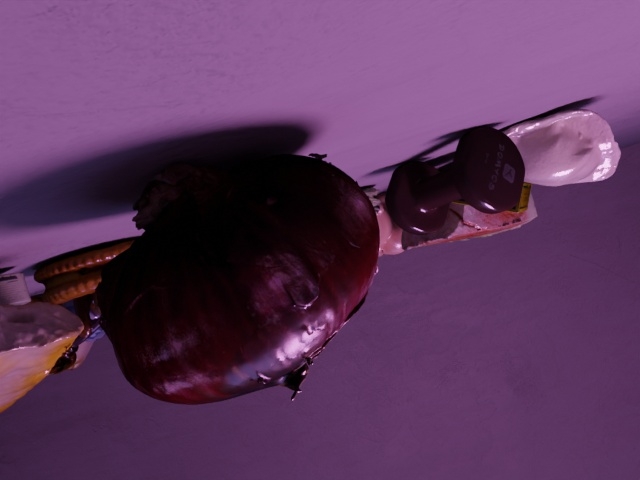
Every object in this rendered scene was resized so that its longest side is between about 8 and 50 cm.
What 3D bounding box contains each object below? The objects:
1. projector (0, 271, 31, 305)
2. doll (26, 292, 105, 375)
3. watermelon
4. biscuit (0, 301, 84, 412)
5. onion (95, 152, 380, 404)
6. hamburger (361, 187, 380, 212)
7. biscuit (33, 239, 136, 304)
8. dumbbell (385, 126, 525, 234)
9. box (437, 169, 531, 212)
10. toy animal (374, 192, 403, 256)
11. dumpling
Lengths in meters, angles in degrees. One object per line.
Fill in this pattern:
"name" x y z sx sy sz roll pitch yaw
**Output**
"projector" -0.596 0.123 0.856 0.259 0.079 0.257 -19 175 32
"doll" -0.520 0.191 1.414 0.340 0.209 0.318 -16 175 18
"watermelon" 0.326 -0.057 1.388 0.310 0.193 0.232 2 162 29
"biscuit" -0.555 0.191 0.752 0.429 0.104 0.446 -10 157 -43
"onion" -0.089 0.018 0.624 0.314 0.232 0.314 -27 -163 9
"hamburger" 0.065 -0.072 1.307 0.140 0.062 0.133 -16 177 39
"biscuit" -0.366 0.050 1.020 0.221 0.066 0.220 -17 -179 0
"dumbbell" 0.220 -0.093 1.014 0.124 0.140 0.225 26 159 -22
"box" 0.294 -0.102 1.192 0.220 0.064 0.141 10 -170 25
"toy animal" 0.145 -0.037 1.557 0.171 0.171 0.198 -19 175 30
"dumpling" 0.399 -0.165 1.047 0.229 0.124 0.151 2 143 18
